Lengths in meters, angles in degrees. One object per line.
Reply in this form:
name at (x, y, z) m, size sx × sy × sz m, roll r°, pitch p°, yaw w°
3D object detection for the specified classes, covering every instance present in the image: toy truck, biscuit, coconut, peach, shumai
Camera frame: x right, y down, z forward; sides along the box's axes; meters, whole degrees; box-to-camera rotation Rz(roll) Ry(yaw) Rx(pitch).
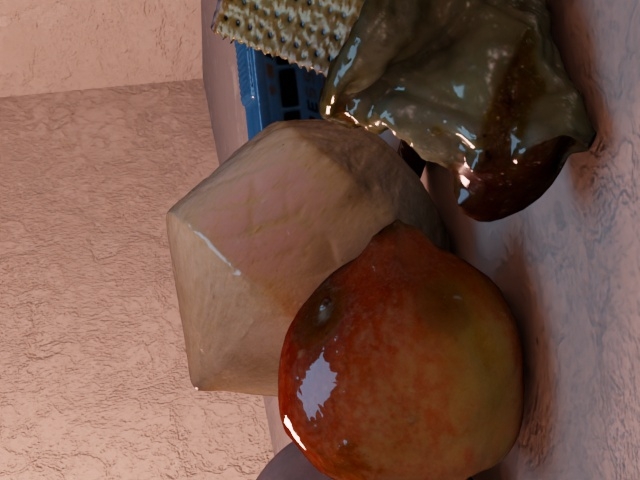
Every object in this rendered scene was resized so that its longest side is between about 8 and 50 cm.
toy truck at (-0.015, -0.124, 1.881) m, size 0.161 × 0.162 × 0.385 m, roll 176°, pitch 88°, yaw -80°
biscuit at (-0.035, -0.292, 1.762) m, size 0.016 × 0.231 × 0.139 m, roll -3°, pitch -67°, yaw -58°
coconut at (-0.025, 0.038, 1.493) m, size 0.329 × 0.328 × 0.329 m, roll 174°, pitch 90°, yaw -81°
peach at (0.075, 0.104, 1.277) m, size 0.232 × 0.232 × 0.257 m, roll -128°, pitch 24°, yaw -74°
shumai at (0.134, -0.153, 1.103) m, size 0.272 × 0.203 × 0.222 m, roll -62°, pitch -5°, yaw -25°

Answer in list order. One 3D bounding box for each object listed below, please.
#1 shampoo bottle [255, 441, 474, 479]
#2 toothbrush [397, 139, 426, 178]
shampoo bottle at (0.045, 0.324, 1.463) m, size 0.266 × 0.273 × 0.273 m, roll -141°, pitch 45°, yaw -83°
toothbrush at (0.116, -0.157, 1.419) m, size 0.364 × 0.040 × 0.041 m, roll 102°, pitch 160°, yaw -62°
